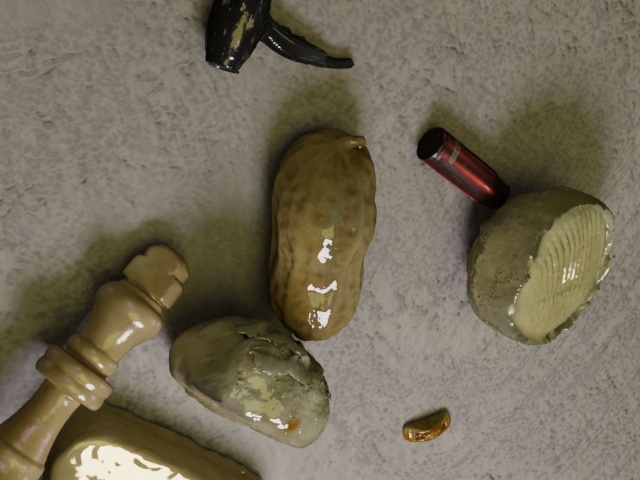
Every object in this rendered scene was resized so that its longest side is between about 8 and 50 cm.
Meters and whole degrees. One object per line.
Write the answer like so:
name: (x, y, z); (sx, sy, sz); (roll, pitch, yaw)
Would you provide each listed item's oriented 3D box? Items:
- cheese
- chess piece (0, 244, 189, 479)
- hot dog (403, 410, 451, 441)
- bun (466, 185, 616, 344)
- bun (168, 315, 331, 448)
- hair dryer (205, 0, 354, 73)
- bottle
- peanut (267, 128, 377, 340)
cheese: (-0.232, 0.420, 1.205); (0.383, 0.104, 0.384); (-9, 113, -21)
chess piece: (-0.305, 0.170, 1.041); (0.117, 0.117, 0.397); (47, 71, -31)
hot dog: (0.183, 0.316, 1.386); (0.090, 0.034, 0.030); (-15, 115, -17)
bun: (0.324, 0.029, 1.264); (0.259, 0.152, 0.260); (-22, 126, -34)
bun: (-0.088, 0.177, 1.108); (0.239, 0.239, 0.141); (36, 72, -31)
hair dryer: (-0.033, -0.279, 1.049); (0.219, 0.075, 0.196); (20, 92, -39)
bottle: (0.214, -0.101, 1.222); (0.164, 0.060, 0.060); (32, 95, -31)
peanut: (-0.002, -0.001, 1.110); (0.142, 0.159, 0.291); (13, 109, 12)
